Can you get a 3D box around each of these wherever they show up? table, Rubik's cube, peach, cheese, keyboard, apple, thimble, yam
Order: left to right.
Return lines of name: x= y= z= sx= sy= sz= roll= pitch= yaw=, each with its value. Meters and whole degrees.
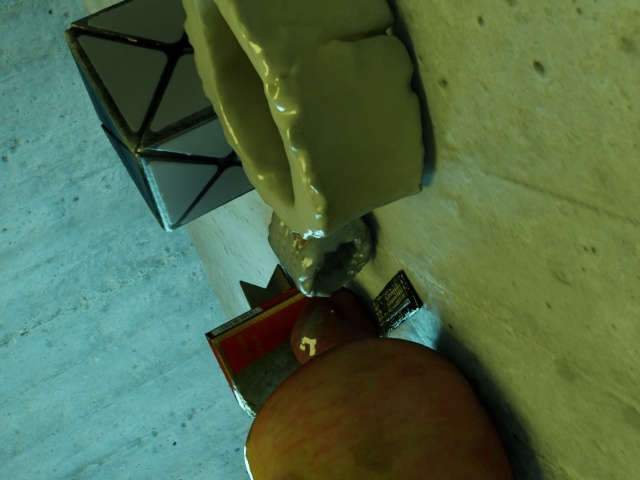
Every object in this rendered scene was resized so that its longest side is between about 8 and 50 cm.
Rubik's cube: x=-0.192 y=-0.208 z=1.276 sx=0.259 sy=0.254 sz=0.260 roll=56 pitch=166 yaw=19
table: x=-0.091 y=0.148 z=1.799 sx=0.227 sy=0.167 sz=0.167 roll=-127 pitch=14 yaw=-65
yam: x=-0.038 y=0.212 z=1.499 sx=0.093 sy=0.259 sz=0.093 roll=45 pitch=153 yaw=31
cheese: x=-0.021 y=-0.178 z=0.936 sx=0.292 sy=0.153 sz=0.332 roll=49 pitch=162 yaw=43
thimble: x=0.001 y=0.000 z=1.223 sx=0.118 sy=0.127 sz=0.151 roll=54 pitch=164 yaw=25
peach: x=0.026 y=0.146 z=1.404 sx=0.152 sy=0.152 sz=0.152 roll=56 pitch=164 yaw=25
apple: x=0.074 y=0.318 z=1.145 sx=0.364 sy=0.363 sz=0.364 roll=56 pitch=164 yaw=25
keyboard: x=0.107 y=0.094 z=1.249 sx=0.060 sy=0.018 sz=0.195 roll=62 pitch=165 yaw=12

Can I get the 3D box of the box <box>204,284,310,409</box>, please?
box: x=-0.074 y=0.188 z=1.594 sx=0.153 sy=0.239 sz=0.074 roll=65 pitch=165 yaw=-9
